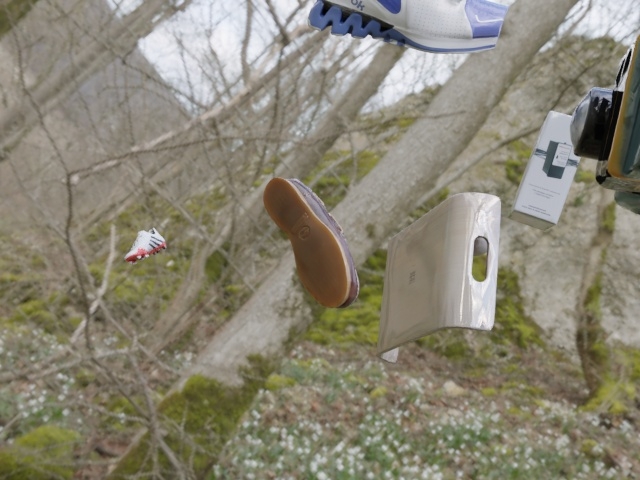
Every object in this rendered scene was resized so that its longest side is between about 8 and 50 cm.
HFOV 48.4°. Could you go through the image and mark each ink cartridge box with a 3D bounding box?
[{"bbox_3d":[0.451,-0.134,1.407,0.087,0.208,0.153,21,-1,11],"label":"ink cartridge box"}]

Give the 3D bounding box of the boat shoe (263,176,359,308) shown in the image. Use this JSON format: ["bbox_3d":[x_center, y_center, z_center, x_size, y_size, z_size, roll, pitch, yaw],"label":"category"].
[{"bbox_3d":[0.000,0.000,0.908,0.073,0.073,0.207,17,38,-49],"label":"boat shoe"}]

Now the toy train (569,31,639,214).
[{"bbox_3d":[0.334,-0.053,0.448,0.334,0.142,0.190,14,1,13],"label":"toy train"}]

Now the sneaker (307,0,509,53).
[{"bbox_3d":[0.137,-0.400,1.098,0.316,0.127,0.182,10,-59,9],"label":"sneaker"}]

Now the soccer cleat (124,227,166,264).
[{"bbox_3d":[-0.231,0.006,0.921,0.035,0.029,0.083,60,25,-2],"label":"soccer cleat"}]

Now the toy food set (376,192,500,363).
[{"bbox_3d":[0.192,0.074,1.178,0.092,0.219,0.306,16,-24,-16],"label":"toy food set"}]
